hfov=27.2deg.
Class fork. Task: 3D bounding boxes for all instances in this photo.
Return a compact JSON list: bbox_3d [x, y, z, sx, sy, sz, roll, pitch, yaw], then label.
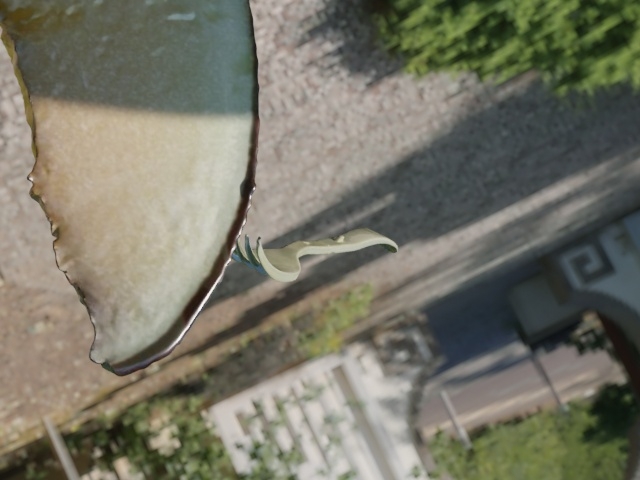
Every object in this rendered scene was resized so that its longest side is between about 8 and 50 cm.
[{"bbox_3d":[-0.002,0.006,0.821,0.034,0.028,0.219,16,-173,24],"label":"fork"}]

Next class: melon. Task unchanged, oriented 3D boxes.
[{"bbox_3d":[-0.065,-0.049,0.466,0.098,0.182,0.054,-16,174,-38],"label":"melon"}]
